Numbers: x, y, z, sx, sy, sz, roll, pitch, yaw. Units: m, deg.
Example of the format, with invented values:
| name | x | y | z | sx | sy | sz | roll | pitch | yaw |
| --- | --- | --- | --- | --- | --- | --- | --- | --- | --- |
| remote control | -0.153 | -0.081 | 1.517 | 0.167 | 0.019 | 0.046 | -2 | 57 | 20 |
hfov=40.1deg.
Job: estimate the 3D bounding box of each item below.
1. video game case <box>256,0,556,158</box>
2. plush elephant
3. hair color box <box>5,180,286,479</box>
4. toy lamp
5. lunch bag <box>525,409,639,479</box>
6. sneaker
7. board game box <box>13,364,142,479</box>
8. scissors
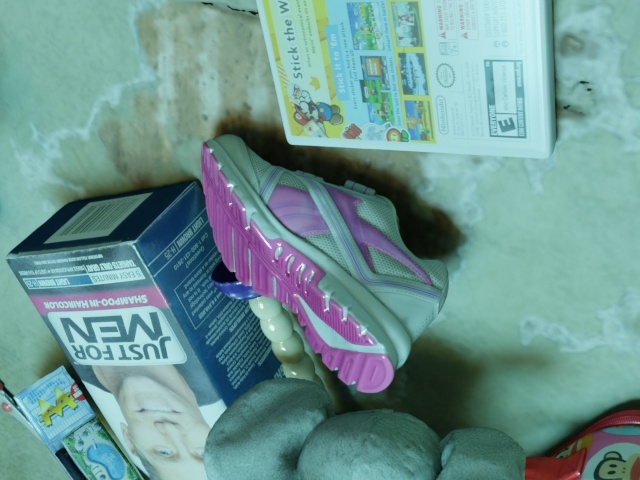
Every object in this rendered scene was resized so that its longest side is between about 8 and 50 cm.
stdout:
| name | x | y | z | sx | sy | sz | roll | pitch | yaw |
| --- | --- | --- | --- | --- | --- | --- | --- | --- | --- |
| video game case | 0.050 | -0.163 | 0.589 | 0.206 | 0.026 | 0.227 | 6 | 127 | 26 |
| plush elephant | 0.029 | 0.252 | 0.716 | 0.272 | 0.255 | 0.330 | 20 | 157 | 29 |
| hair color box | -0.136 | 0.123 | 0.859 | 0.174 | 0.105 | 0.347 | -6 | 121 | 34 |
| toy lamp | -0.013 | 0.132 | 0.816 | 0.080 | 0.080 | 0.274 | -6 | 118 | 33 |
| lunch bag | 0.244 | 0.279 | 0.749 | 0.258 | 0.120 | 0.293 | 36 | 134 | 1 |
| sneaker | 0.000 | 0.000 | 0.695 | 0.252 | 0.111 | 0.103 | 46 | 150 | 21 |
| board game box | -0.265 | 0.214 | 0.949 | 0.194 | 0.060 | 0.194 | 50 | 159 | 13 |
| scissors | -0.414 | 0.198 | 1.131 | 0.297 | 0.021 | 0.109 | 40 | 132 | -1 |
